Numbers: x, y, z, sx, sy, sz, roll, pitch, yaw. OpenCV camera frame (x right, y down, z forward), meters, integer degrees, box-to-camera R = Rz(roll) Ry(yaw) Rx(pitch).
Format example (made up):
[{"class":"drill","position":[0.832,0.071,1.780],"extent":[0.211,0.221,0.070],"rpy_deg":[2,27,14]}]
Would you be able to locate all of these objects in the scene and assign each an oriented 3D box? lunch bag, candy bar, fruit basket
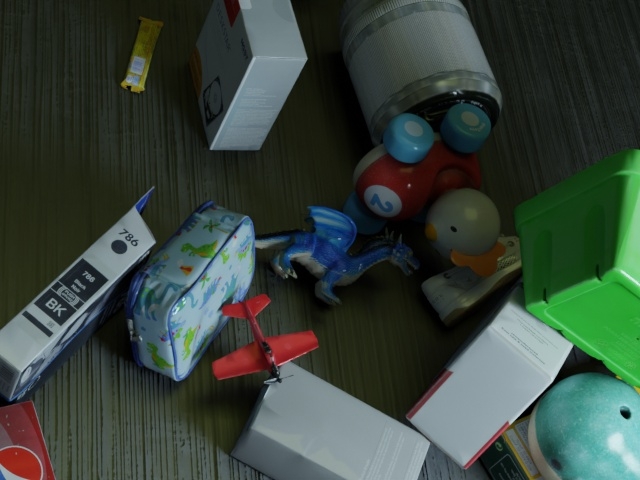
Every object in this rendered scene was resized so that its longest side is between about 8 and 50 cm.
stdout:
[{"class":"lunch bag","position":[-0.173,0.070,1.651],"extent":[0.090,0.176,0.219],"rpy_deg":[21,51,19]},{"class":"candy bar","position":[-0.284,-0.298,1.945],"extent":[0.040,0.018,0.161],"rpy_deg":[15,54,-10]},{"class":"fruit basket","position":[0.461,0.006,1.702],"extent":[0.392,0.283,0.392],"rpy_deg":[16,61,-31]}]

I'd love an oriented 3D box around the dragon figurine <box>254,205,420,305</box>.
[{"class":"dragon figurine","position":[0.000,0.000,1.792],"extent":[0.289,0.085,0.144],"rpy_deg":[29,79,-4]}]

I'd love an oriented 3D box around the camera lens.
[{"class":"camera lens","position":[0.160,-0.278,1.998],"extent":[0.219,0.219,0.274],"rpy_deg":[-3,60,-26]}]

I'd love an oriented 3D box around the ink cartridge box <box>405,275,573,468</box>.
[{"class":"ink cartridge box","position":[0.257,0.166,1.709],"extent":[0.114,0.197,0.273],"rpy_deg":[42,29,7]}]

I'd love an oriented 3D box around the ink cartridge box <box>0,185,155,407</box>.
[{"class":"ink cartridge box","position":[-0.312,0.081,1.585],"extent":[0.065,0.165,0.333],"rpy_deg":[38,53,3]}]

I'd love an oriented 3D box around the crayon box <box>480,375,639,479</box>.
[{"class":"crayon box","position":[0.413,0.326,1.795],"extent":[0.323,0.083,0.203],"rpy_deg":[-17,67,-31]}]

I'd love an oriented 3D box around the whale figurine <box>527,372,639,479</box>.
[{"class":"whale figurine","position":[0.416,0.298,1.671],"extent":[0.272,0.141,0.216],"rpy_deg":[46,52,10]}]

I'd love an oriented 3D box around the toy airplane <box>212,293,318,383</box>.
[{"class":"toy airplane","position":[-0.080,0.129,1.637],"extent":[0.151,0.028,0.151],"rpy_deg":[2,51,-3]}]

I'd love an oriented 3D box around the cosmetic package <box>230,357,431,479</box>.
[{"class":"cosmetic package","position":[0.014,0.278,1.640],"extent":[0.238,0.107,0.127],"rpy_deg":[29,50,0]}]

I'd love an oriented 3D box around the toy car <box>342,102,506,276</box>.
[{"class":"toy car","position":[0.182,-0.043,1.840],"extent":[0.210,0.219,0.238],"rpy_deg":[-12,59,-30]}]

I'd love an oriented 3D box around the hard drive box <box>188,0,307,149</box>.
[{"class":"hard drive box","position":[-0.116,-0.276,1.868],"extent":[0.089,0.232,0.181],"rpy_deg":[-2,59,-25]}]

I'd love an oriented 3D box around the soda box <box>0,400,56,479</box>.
[{"class":"soda box","position":[-0.355,0.330,1.451],"extent":[0.092,0.083,0.263],"rpy_deg":[-9,63,-28]}]

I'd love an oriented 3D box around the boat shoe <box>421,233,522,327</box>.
[{"class":"boat shoe","position":[0.270,0.029,1.920],"extent":[0.277,0.098,0.096],"rpy_deg":[-31,75,-35]}]
